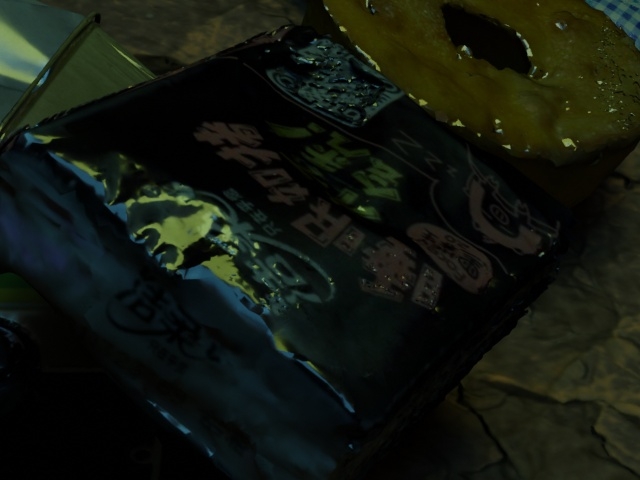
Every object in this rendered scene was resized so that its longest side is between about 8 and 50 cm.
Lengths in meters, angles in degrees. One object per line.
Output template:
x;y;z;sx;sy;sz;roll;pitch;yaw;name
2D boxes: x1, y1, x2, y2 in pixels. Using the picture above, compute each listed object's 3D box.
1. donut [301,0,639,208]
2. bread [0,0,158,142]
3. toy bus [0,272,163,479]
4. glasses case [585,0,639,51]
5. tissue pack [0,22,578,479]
0.102;-0.115;1.263;0.277;0.108;0.277;17;34;-12;donut
-0.217;-0.074;1.174;0.212;0.142;0.224;25;37;-1;bread
-0.246;0.069;0.994;0.305;0.143;0.179;0;41;-9;toy bus
0.144;-0.205;1.427;0.327;0.076;0.125;18;41;9;glasses case
-0.020;0.001;0.961;0.245;0.123;0.332;38;30;11;tissue pack
